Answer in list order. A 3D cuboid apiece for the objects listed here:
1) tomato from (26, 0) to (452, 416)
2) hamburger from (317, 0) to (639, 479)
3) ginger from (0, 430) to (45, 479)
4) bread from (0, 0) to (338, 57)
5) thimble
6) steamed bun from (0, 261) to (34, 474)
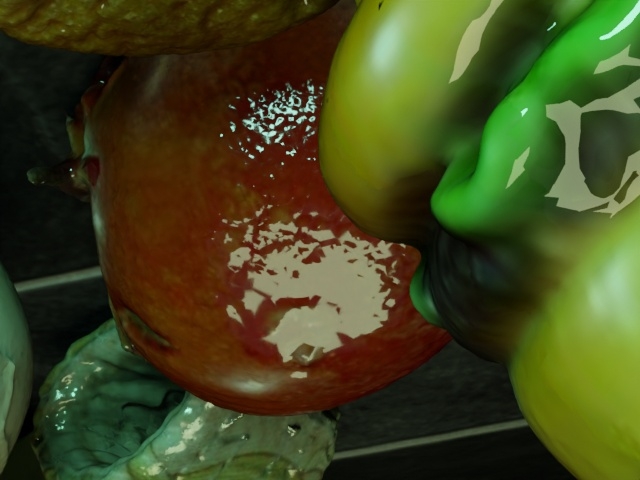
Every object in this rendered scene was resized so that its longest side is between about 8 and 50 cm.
[{"bbox_3d":[-0.003,0.005,1.117,0.308,0.170,0.309,-2,149,-1],"label":"tomato"},{"bbox_3d":[0.187,-0.085,0.817,0.395,0.277,0.396,-37,167,-10],"label":"hamburger"},{"bbox_3d":[-0.305,0.262,1.515,0.413,0.211,0.358,-14,161,33],"label":"ginger"},{"bbox_3d":[-0.068,-0.189,0.832,0.227,0.142,0.253,9,145,-32],"label":"bread"},{"bbox_3d":[-0.087,0.124,1.325,0.190,0.137,0.143,-22,145,36],"label":"thimble"},{"bbox_3d":[-0.305,0.044,1.138,0.283,0.177,0.283,2,153,1],"label":"steamed bun"}]
